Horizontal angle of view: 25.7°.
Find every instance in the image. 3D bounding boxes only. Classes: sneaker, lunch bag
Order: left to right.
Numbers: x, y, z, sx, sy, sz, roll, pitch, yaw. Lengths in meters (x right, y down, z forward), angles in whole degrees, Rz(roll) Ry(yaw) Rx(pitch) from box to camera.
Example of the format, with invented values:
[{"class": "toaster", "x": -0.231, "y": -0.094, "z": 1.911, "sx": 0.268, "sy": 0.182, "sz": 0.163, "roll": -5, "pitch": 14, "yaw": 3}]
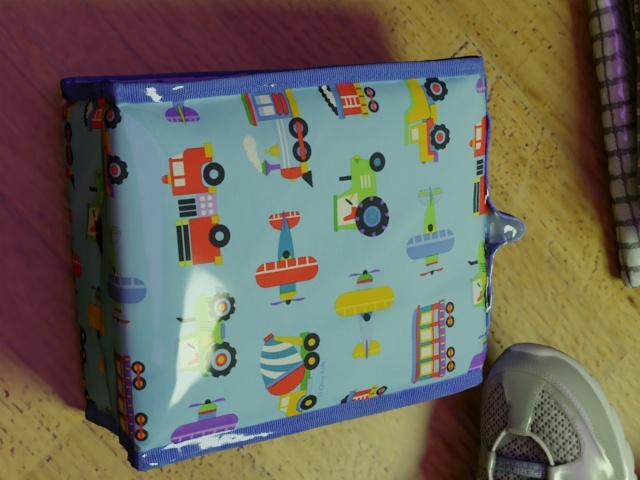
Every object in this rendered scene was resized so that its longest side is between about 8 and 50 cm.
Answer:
[{"class": "lunch bag", "x": 0.000, "y": 0.000, "z": 0.885, "sx": 0.293, "sy": 0.138, "sz": 0.221, "roll": -6, "pitch": 100, "yaw": -22}, {"class": "sneaker", "x": 0.142, "y": 0.209, "z": 0.932, "sx": 0.115, "sy": 0.105, "sz": 0.281, "roll": -7, "pitch": 94, "yaw": -51}]

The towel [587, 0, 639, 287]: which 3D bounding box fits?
[{"class": "towel", "x": 0.345, "y": -0.096, "z": 1.003, "sx": 0.284, "sy": 0.121, "sz": 0.235, "roll": -7, "pitch": 92, "yaw": -17}]
